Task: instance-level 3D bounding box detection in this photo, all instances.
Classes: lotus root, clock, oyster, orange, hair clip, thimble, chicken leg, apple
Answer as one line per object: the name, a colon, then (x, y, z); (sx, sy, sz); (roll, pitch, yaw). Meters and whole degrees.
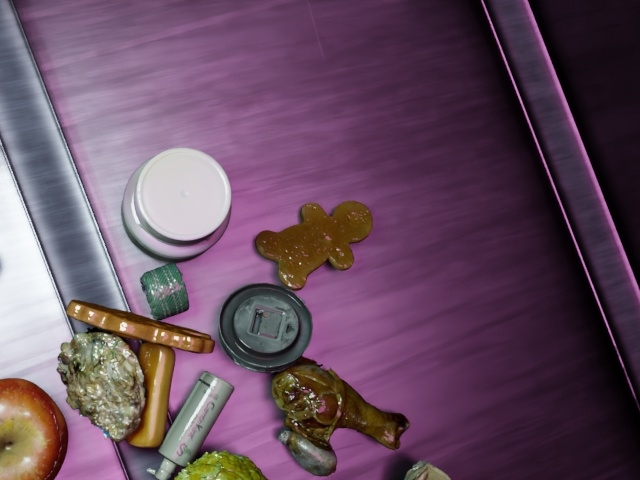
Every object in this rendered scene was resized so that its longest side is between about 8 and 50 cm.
lotus root: (-0.025, 0.501, 1.946); (0.165, 0.088, 0.088); (39, 75, 0)
clock: (-0.132, 0.206, 1.926); (0.226, 0.049, 0.226); (7, 56, -10)
oyster: (-0.486, 0.322, 1.810); (0.198, 0.092, 0.259); (-21, 94, 21)
orange: (-0.201, 0.612, 1.792); (0.300, 0.223, 0.301); (2, 68, -54)
hair clip: (0.193, 0.684, 1.990); (0.138, 0.091, 0.321); (36, 87, -18)
thimble: (-0.358, 0.118, 1.871); (0.090, 0.135, 0.118); (-18, 83, -17)
chicken leg: (0.045, 0.415, 1.929); (0.361, 0.140, 0.211); (32, 47, -7)
apple: (-0.665, 0.428, 1.714); (0.252, 0.206, 0.272); (-9, 88, -27)

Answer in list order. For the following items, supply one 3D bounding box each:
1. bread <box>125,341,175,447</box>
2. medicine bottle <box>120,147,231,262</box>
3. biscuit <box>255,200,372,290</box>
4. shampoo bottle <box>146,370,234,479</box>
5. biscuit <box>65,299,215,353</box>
bread: (-0.386, 0.352, 1.866); (0.093, 0.074, 0.239); (3, 80, 25)
medicine bottle: (-0.319, -0.079, 1.819); (0.241, 0.302, 0.241); (2, 83, -16)
biscuit: (0.000, 0.000, 2.026); (0.301, 0.049, 0.197); (-31, 82, -19)
shampoo bottle: (-0.299, 0.434, 1.877); (0.085, 0.085, 0.262); (33, 76, -10)
biscuit: (-0.400, 0.198, 1.817); (0.334, 0.202, 0.047); (18, 86, -15)
